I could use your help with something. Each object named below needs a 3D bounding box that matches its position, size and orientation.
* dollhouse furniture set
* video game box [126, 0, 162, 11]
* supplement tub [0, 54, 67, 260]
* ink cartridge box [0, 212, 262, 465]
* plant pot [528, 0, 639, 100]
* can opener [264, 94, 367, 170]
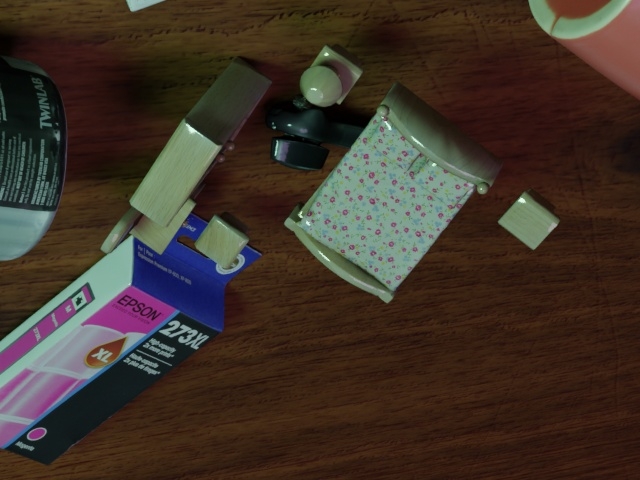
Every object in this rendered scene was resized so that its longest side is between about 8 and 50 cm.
[{"bbox_3d":[0.000,0.000,1.837,0.355,0.174,0.303,36,124,-2],"label":"dollhouse furniture set"},{"bbox_3d":[-0.100,-0.315,1.653,0.205,0.048,0.187,-21,146,-8],"label":"video game box"},{"bbox_3d":[-0.402,-0.086,1.631,0.316,0.193,0.193,6,134,-36],"label":"supplement tub"},{"bbox_3d":[-0.245,0.114,2.100,0.371,0.069,0.176,-40,143,15],"label":"ink cartridge box"},{"bbox_3d":[0.360,-0.260,1.850,0.243,0.275,0.275,17,127,-31],"label":"plant pot"},{"bbox_3d":[0.016,-0.113,1.975,0.186,0.059,0.073,2,112,-43],"label":"can opener"}]
